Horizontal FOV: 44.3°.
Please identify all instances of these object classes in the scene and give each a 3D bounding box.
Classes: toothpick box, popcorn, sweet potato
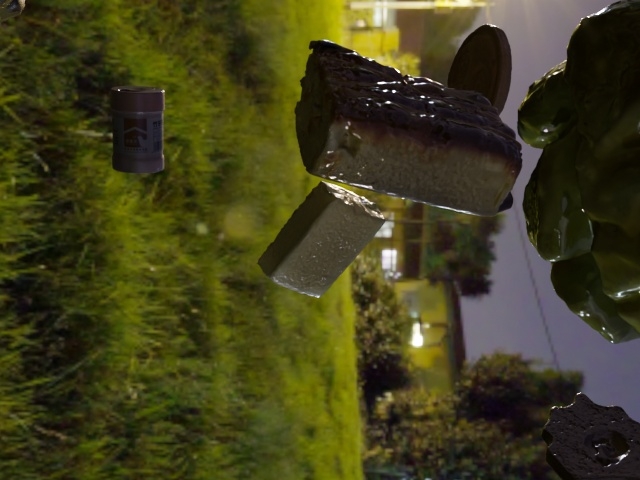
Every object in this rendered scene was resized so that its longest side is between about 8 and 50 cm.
[{"bbox_3d":[-0.340,-0.207,1.464,0.098,0.098,0.148,-80,174,-72],"label":"toothpick box"},{"bbox_3d":[0.276,-0.063,0.527,0.247,0.282,0.282,61,3,1],"label":"popcorn"},{"bbox_3d":[0.308,-0.067,1.474,0.049,0.117,0.049,166,-90,-72],"label":"sweet potato"}]

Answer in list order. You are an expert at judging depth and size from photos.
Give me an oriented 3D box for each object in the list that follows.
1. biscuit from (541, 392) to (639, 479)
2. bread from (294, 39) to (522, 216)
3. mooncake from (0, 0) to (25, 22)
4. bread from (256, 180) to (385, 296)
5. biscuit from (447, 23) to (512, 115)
[{"bbox_3d":[0.468,0.341,1.341,0.215,0.182,0.034,-85,173,-61],"label":"biscuit"},{"bbox_3d":[0.110,-0.140,0.988,0.184,0.275,0.114,-103,-146,-47],"label":"bread"},{"bbox_3d":[-0.315,-0.292,0.435,0.394,0.246,0.393,158,-86,-74],"label":"mooncake"},{"bbox_3d":[-0.001,0.001,1.277,0.188,0.125,0.068,-51,-141,19],"label":"bread"},{"bbox_3d":[0.275,-0.259,1.472,0.202,0.044,0.288,-109,-147,-50],"label":"biscuit"}]
